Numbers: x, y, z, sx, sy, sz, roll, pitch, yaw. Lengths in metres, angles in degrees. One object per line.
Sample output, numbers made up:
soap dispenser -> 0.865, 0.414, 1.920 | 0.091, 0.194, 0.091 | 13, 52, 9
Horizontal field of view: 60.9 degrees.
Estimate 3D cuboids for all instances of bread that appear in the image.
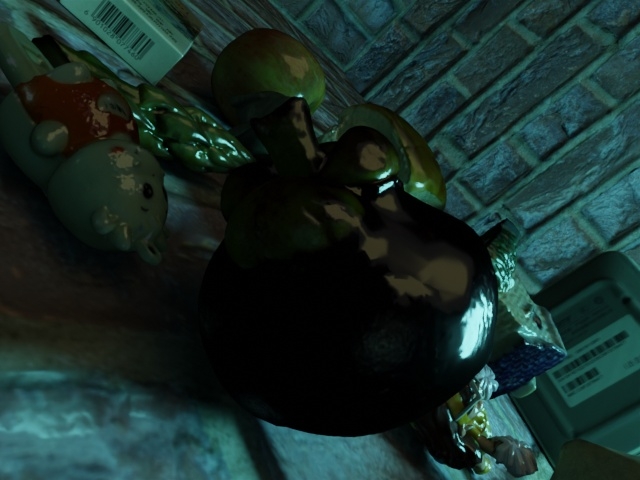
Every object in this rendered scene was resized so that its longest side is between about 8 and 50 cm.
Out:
bread -> 0.131, -0.139, 1.152 | 0.250, 0.225, 0.279 | 59, 15, 22

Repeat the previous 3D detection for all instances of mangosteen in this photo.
mangosteen -> 0.012, 0.027, 0.488 | 0.287, 0.233, 0.287 | 20, 50, -26

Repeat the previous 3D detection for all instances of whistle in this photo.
whistle -> -0.202, -0.083, 0.458 | 0.253, 0.106, 0.102 | 53, -23, 11

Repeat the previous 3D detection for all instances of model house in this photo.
model house -> 0.330, 0.145, 1.052 | 0.284, 0.243, 0.298 | 56, 30, 4

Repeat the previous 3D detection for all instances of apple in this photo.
apple -> -0.092, -0.269, 0.943 | 0.174, 0.188, 0.188 | 45, 18, -2

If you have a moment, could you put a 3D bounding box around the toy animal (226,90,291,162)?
toy animal -> -0.059, -0.122, 0.856 | 0.236, 0.138, 0.108 | 56, 30, -41

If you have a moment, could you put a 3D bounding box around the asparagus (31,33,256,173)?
asparagus -> -0.188, -0.134, 0.629 | 0.287, 0.080, 0.080 | 19, 34, -43

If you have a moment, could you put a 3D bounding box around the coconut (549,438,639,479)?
coconut -> 0.375, 0.385, 0.618 | 0.329, 0.329, 0.329 | 44, 19, -19

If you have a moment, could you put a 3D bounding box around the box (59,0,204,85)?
box -> -0.280, -0.356, 0.856 | 0.164, 0.069, 0.256 | 42, 20, -25

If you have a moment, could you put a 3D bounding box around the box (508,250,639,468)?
box -> 0.604, 0.266, 1.194 | 0.111, 0.396, 0.396 | 36, 22, -46

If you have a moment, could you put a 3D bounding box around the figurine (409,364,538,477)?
figurine -> 0.188, 0.236, 0.720 | 0.240, 0.116, 0.175 | 44, 20, -38
